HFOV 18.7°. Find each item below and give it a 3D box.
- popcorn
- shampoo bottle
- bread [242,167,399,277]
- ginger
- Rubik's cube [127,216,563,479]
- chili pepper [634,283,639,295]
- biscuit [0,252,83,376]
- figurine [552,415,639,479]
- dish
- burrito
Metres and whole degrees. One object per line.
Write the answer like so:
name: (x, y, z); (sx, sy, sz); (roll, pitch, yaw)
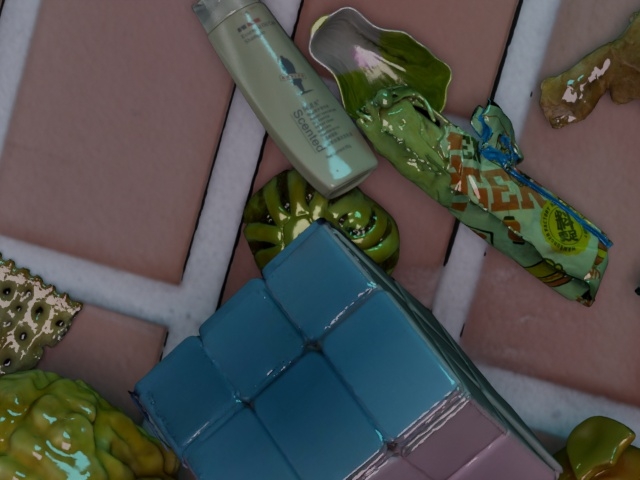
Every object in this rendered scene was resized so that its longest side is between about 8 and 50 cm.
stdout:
popcorn: (-0.228, 0.248, 1.688); (0.258, 0.224, 0.270); (6, 106, 15)
shampoo bottle: (-0.032, -0.134, 1.697); (0.072, 0.049, 0.212); (-31, 81, -26)
bread: (0.000, 0.000, 1.732); (0.130, 0.071, 0.139); (-30, 96, 8)
ginger: (0.277, -0.142, 1.720); (0.165, 0.067, 0.096); (-35, 96, 17)
Rubik's cube: (0.022, 0.160, 1.633); (0.224, 0.221, 0.231); (-42, 53, 5)
chili pepper: (0.413, -0.022, 1.717); (0.136, 0.099, 0.270); (37, 100, 4)
biscuit: (-0.337, 0.063, 1.763); (0.203, 0.016, 0.144); (32, 95, -3)
figurine: (0.269, 0.273, 1.711); (0.215, 0.215, 0.228); (-40, 85, 4)
dish: (0.048, -0.152, 1.728); (0.137, 0.039, 0.091); (40, 95, -8)
burrito: (0.155, -0.054, 1.718); (0.288, 0.054, 0.104); (36, 70, -17)
